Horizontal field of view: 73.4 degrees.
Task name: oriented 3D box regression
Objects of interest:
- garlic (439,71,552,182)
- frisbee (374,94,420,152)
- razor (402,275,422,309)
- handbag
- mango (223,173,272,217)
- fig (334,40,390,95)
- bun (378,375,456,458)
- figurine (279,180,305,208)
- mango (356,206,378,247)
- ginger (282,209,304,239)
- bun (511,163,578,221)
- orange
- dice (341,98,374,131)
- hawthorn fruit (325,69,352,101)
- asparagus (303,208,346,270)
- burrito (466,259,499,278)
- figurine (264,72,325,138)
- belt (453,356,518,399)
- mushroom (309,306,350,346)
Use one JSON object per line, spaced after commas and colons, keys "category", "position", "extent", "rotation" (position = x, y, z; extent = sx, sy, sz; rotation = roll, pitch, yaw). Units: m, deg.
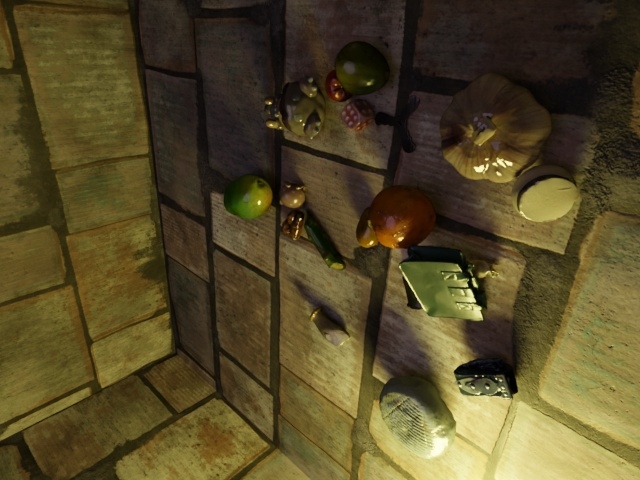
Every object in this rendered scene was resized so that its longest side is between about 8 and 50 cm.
{"category": "garlic", "position": [0.499, -0.321, 1.267], "extent": [0.322, 0.240, 0.322], "rotation": [51, 154, 38]}
{"category": "frisbee", "position": [0.303, -0.439, 1.560], "extent": [0.211, 0.012, 0.187], "rotation": [53, 135, 16]}
{"category": "razor", "position": [0.381, 0.203, 1.715], "extent": [0.090, 0.054, 0.148], "rotation": [0, 107, 46]}
{"category": "handbag", "position": [0.439, 0.153, 1.518], "extent": [0.238, 0.089, 0.327], "rotation": [1, 137, 41]}
{"category": "mango", "position": [-0.386, -0.216, 2.222], "extent": [0.381, 0.201, 0.226], "rotation": [-14, 106, 50]}
{"category": "fig", "position": [0.151, -0.607, 1.523], "extent": [0.190, 0.181, 0.181], "rotation": [21, 122, 18]}
{"category": "bun", "position": [0.413, 0.718, 1.796], "extent": [0.354, 0.194, 0.355], "rotation": [24, 125, 39]}
{"category": "figurine", "position": [-0.133, -0.214, 2.029], "extent": [0.125, 0.125, 0.138], "rotation": [41, 144, 27]}
{"category": "mango", "position": [0.202, -0.049, 1.770], "extent": [0.111, 0.089, 0.163], "rotation": [33, 119, 34]}
{"category": "ginger", "position": [-0.130, -0.087, 2.111], "extent": [0.103, 0.073, 0.162], "rotation": [31, 121, 17]}
{"category": "bun", "position": [0.643, -0.144, 1.247], "extent": [0.172, 0.120, 0.173], "rotation": [4, 127, 6]}
{"category": "orange", "position": [0.291, -0.085, 1.555], "extent": [0.239, 0.239, 0.240], "rotation": [20, 120, 39]}
{"category": "dice", "position": [0.142, -0.479, 1.648], "extent": [0.093, 0.091, 0.094], "rotation": [57, 136, 11]}
{"category": "hawthorn fruit", "position": [0.079, -0.603, 1.651], "extent": [0.125, 0.140, 0.125], "rotation": [10, 135, 11]}
{"category": "asparagus", "position": [0.000, 0.001, 2.006], "extent": [0.343, 0.085, 0.082], "rotation": [57, 161, 9]}
{"category": "burrito", "position": [0.517, 0.103, 1.523], "extent": [0.225, 0.061, 0.087], "rotation": [-3, 149, 46]}
{"category": "figurine", "position": [-0.113, -0.547, 1.822], "extent": [0.380, 0.203, 0.249], "rotation": [11, 108, 55]}
{"category": "belt", "position": [0.598, 0.493, 1.567], "extent": [0.218, 0.122, 0.129], "rotation": [-17, 92, 41]}
{"category": "mushroom", "position": [0.043, 0.439, 2.135], "extent": [0.247, 0.096, 0.108], "rotation": [38, 156, 32]}
